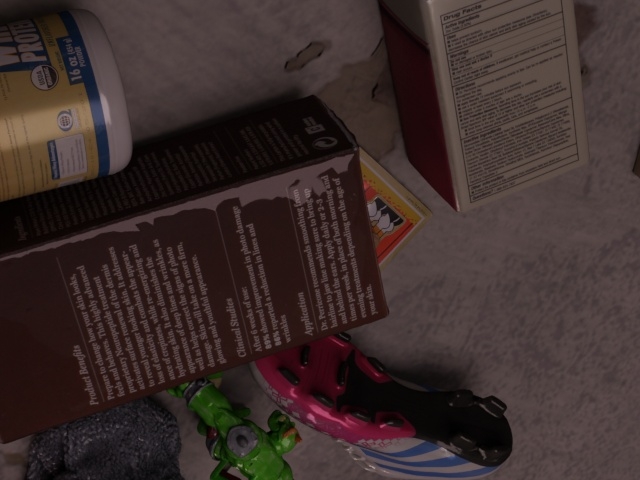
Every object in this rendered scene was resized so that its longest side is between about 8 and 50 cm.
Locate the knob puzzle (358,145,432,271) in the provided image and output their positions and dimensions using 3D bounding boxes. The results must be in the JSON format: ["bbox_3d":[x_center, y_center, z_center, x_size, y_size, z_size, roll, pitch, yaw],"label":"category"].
[{"bbox_3d":[0.000,0.000,1.462,0.213,0.030,0.213,-11,123,-18],"label":"knob puzzle"}]

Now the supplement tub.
[{"bbox_3d":[-0.270,-0.105,1.208,0.199,0.144,0.144,-15,123,-16],"label":"supplement tub"}]

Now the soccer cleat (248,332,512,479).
[{"bbox_3d":[0.049,0.195,1.550,0.331,0.116,0.143,24,137,-22],"label":"soccer cleat"}]

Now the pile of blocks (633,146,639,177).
[{"bbox_3d":[0.474,-0.190,1.514,0.149,0.113,0.362,23,106,-33],"label":"pile of blocks"}]

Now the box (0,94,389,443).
[{"bbox_3d":[-0.145,0.023,1.327,0.381,0.143,0.191,-18,121,-11],"label":"box"}]

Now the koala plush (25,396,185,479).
[{"bbox_3d":[-0.190,0.278,1.420,0.196,0.221,0.203,0,118,-24],"label":"koala plush"}]

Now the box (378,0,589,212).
[{"bbox_3d":[0.153,-0.169,1.372,0.148,0.127,0.232,-21,124,-12],"label":"box"}]

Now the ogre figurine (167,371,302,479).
[{"bbox_3d":[-0.082,0.200,1.465,0.096,0.118,0.197,-29,139,-23],"label":"ogre figurine"}]
